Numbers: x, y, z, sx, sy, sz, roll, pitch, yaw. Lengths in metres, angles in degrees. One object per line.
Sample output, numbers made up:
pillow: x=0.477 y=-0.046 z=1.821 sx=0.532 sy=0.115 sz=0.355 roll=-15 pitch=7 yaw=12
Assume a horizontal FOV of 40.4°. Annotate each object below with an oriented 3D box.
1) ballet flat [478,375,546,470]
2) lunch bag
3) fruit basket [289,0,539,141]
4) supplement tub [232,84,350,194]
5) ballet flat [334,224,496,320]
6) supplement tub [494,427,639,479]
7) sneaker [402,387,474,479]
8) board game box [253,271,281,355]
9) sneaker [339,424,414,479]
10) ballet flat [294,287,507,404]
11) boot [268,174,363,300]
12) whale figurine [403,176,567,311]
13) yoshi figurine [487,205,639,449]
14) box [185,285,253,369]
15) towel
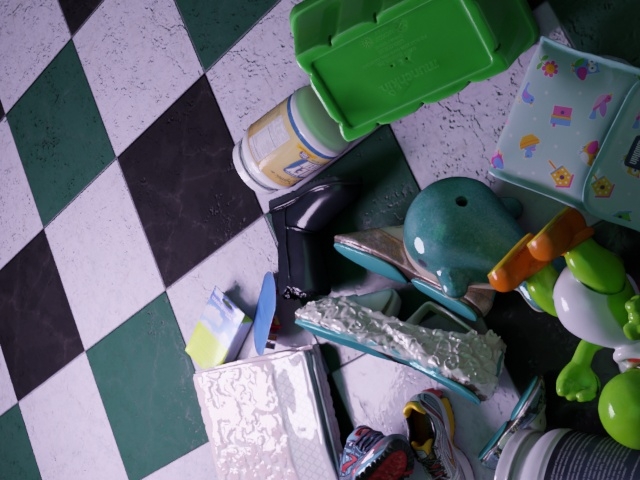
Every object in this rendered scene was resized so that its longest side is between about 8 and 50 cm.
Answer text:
ballet flat: x=0.330 y=0.303 z=1.416 sx=0.070 sy=0.070 sz=0.188 roll=43 pitch=119 yaw=29
lunch bag: x=0.410 y=-0.150 z=1.265 sx=0.262 sy=0.160 sz=0.223 roll=27 pitch=105 yaw=23
fruit basket: x=0.144 y=-0.379 z=1.439 sx=0.392 sy=0.392 sz=0.283 roll=-14 pitch=121 yaw=39
supplement tub: x=-0.056 y=-0.185 z=1.646 sx=0.199 sy=0.144 sz=0.144 roll=-31 pitch=73 yaw=36
ballet flat: x=0.171 y=0.033 z=1.509 sx=0.316 sy=0.107 sz=0.106 roll=27 pitch=76 yaw=28
supplement tub: x=0.410 y=0.380 z=1.261 sx=0.272 sy=0.191 sz=0.191 roll=4 pitch=94 yaw=39
sneaker: x=0.194 y=0.373 z=1.499 sx=0.088 sy=0.092 sz=0.225 roll=-27 pitch=77 yaw=35
board game box: x=-0.098 y=0.146 z=1.744 sx=0.133 sy=0.033 sz=0.169 roll=-114 pitch=36 yaw=-60
sneaker: x=0.081 y=0.383 z=1.545 sx=0.262 sy=0.104 sz=0.125 roll=118 pitch=144 yaw=-53
ballet flat: x=0.145 y=0.162 z=1.529 sx=0.409 sy=0.147 sz=0.147 roll=19 pitch=104 yaw=34
boot: x=0.000 y=0.000 z=1.637 sx=0.246 sy=0.094 sz=0.207 roll=-19 pitch=76 yaw=45
whale figurine: x=0.260 y=0.000 z=1.365 sx=0.272 sy=0.216 sz=0.141 roll=31 pitch=154 yaw=22
yoshi figurine: x=0.398 y=0.145 z=1.213 sx=0.203 sy=0.203 sz=0.362 roll=-44 pitch=86 yaw=11
box: x=-0.214 y=0.196 z=1.854 sx=0.109 sy=0.042 sz=0.178 roll=40 pitch=116 yaw=30
towel: x=-0.101 y=0.395 z=1.740 sx=0.317 sy=0.053 sz=0.332 roll=-19 pitch=82 yaw=33
